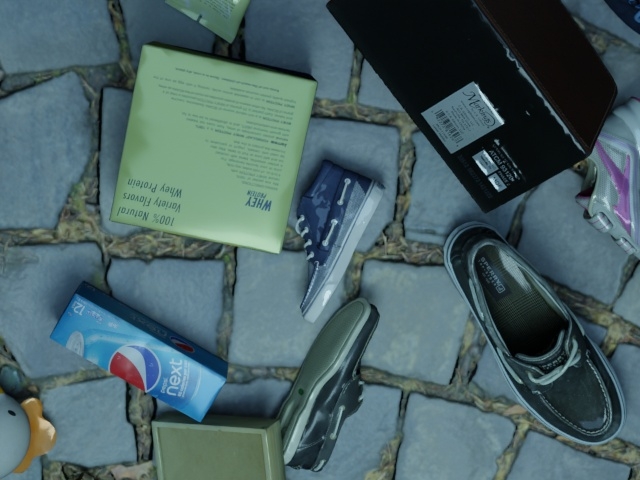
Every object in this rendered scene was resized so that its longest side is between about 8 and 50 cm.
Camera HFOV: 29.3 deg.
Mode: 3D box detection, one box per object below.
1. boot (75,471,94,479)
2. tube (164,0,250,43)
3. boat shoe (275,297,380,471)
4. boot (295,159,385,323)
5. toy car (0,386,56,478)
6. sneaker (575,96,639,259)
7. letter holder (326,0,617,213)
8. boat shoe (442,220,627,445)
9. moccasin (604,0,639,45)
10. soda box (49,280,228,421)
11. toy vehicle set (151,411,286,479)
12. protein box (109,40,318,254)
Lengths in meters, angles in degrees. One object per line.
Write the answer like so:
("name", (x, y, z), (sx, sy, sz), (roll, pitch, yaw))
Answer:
("boot", (-0.309, 0.378, 1.543), (0.084, 0.059, 0.158), (35, 96, -13))
("tube", (-0.083, -0.355, 1.415), (0.070, 0.062, 0.240), (41, 106, 35))
("boat shoe", (0.017, 0.179, 1.513), (0.079, 0.084, 0.233), (23, 99, -23))
("boot", (0.000, 0.000, 1.484), (0.086, 0.069, 0.190), (26, 91, 0))
("toy car", (-0.428, 0.210, 1.462), (0.238, 0.219, 0.210), (7, 101, -33))
("sneaker", (0.368, -0.039, 1.476), (0.111, 0.103, 0.252), (-18, 95, 5))
("letter holder", (0.187, -0.225, 1.415), (0.152, 0.214, 0.302), (-31, 103, 36))
("boat shoe", (0.260, 0.128, 1.485), (0.121, 0.119, 0.335), (-39, 100, 5))
("moccasin", (0.364, -0.318, 1.406), (0.342, 0.117, 0.138), (35, 98, -8))
("soda box", (-0.218, 0.135, 1.491), (0.210, 0.071, 0.067), (30, 98, -8))
("toy vehicle set", (-0.117, 0.347, 1.516), (0.166, 0.035, 0.267), (1, 103, 27))
("protein box", (-0.123, -0.110, 1.416), (0.200, 0.136, 0.201), (11, 100, -5))
